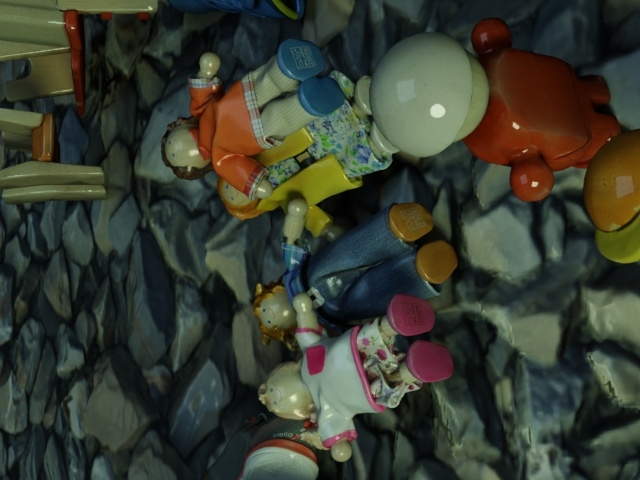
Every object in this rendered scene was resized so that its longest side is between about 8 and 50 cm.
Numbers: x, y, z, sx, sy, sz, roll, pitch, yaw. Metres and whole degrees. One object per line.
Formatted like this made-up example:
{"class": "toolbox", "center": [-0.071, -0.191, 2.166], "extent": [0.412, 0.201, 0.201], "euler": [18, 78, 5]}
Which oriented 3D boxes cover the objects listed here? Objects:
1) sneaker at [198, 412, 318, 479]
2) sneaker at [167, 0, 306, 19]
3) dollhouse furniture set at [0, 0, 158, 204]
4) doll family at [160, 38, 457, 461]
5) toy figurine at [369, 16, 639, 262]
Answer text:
{"class": "sneaker", "center": [-0.045, 0.160, 0.861], "extent": [0.158, 0.061, 0.065], "euler": [-39, 30, 45]}
{"class": "sneaker", "center": [-0.055, -0.189, 0.884], "extent": [0.209, 0.069, 0.082], "euler": [-15, 78, 53]}
{"class": "dollhouse furniture set", "center": [-0.208, -0.179, 1.034], "extent": [0.259, 0.135, 0.262], "euler": [132, 137, -77]}
{"class": "doll family", "center": [0.000, 0.000, 0.776], "extent": [0.163, 0.118, 0.263], "euler": [-26, 84, 44]}
{"class": "toy figurine", "center": [0.137, -0.104, 0.539], "extent": [0.209, 0.148, 0.213], "euler": [39, 117, 49]}
